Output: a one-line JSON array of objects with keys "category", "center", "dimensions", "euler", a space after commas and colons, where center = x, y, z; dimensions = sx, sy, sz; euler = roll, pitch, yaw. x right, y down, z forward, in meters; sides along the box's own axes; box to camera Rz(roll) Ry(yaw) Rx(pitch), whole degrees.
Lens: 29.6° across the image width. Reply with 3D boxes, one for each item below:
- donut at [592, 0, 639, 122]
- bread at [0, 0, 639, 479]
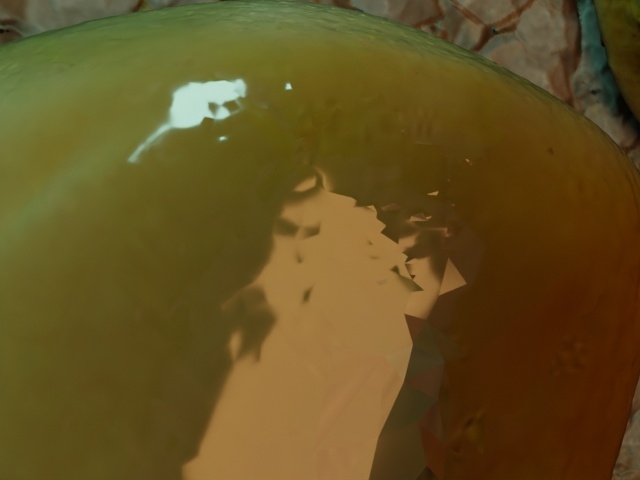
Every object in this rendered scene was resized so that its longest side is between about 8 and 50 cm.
[{"category": "donut", "center": [0.321, -0.175, 0.700], "dimensions": [0.330, 0.160, 0.330], "euler": [-9, 110, -27]}, {"category": "bread", "center": [-0.033, 0.095, 0.492], "dimensions": [0.348, 0.253, 0.376], "euler": [20, 88, -19]}]
